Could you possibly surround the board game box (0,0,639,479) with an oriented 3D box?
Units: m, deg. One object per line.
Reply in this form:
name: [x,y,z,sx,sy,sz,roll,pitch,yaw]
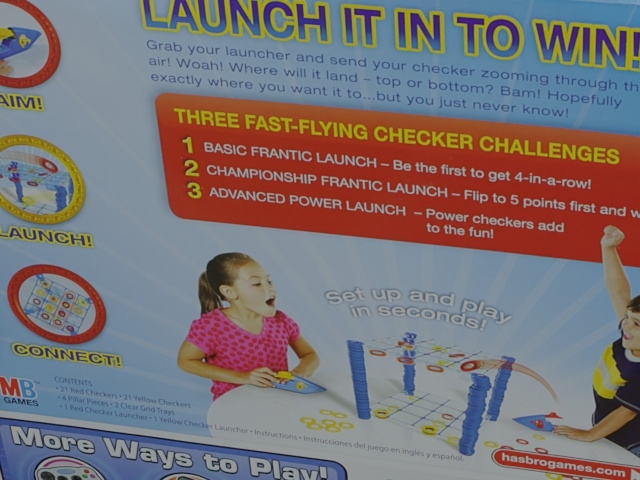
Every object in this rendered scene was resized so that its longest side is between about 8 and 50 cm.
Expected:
board game box: [0.000,0.000,0.784,0.086,0.308,0.302,-69,160,-49]
